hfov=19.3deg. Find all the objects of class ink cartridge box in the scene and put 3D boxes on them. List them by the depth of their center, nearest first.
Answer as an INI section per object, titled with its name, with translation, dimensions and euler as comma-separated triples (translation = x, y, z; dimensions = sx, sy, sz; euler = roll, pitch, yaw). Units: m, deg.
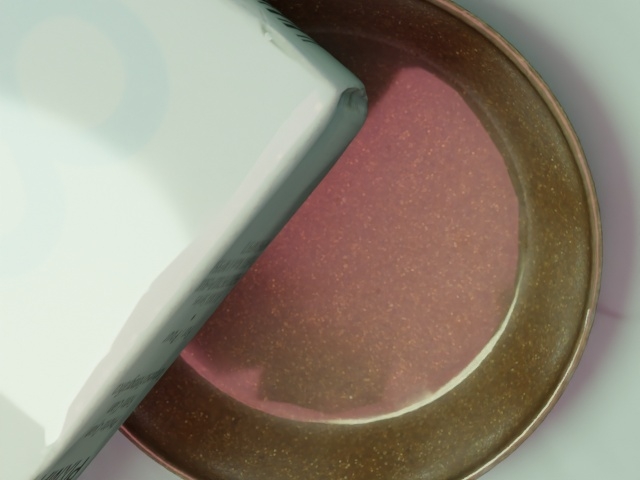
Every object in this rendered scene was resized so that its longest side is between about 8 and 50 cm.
[ink cartridge box]
translation = -0.220, 0.004, 0.616
dimensions = 0.308, 0.091, 0.385
euler = 40, 95, 7

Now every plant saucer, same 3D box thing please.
[plant saucer]
translation = 0.000, 0.000, 0.664
dimensions = 0.199, 0.036, 0.198
euler = 2, 105, 9
